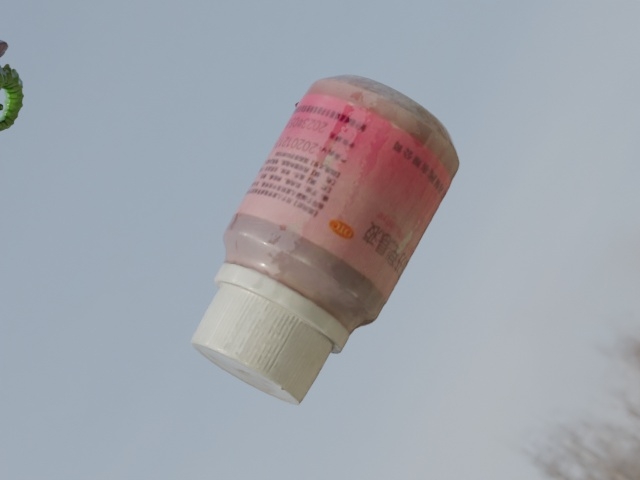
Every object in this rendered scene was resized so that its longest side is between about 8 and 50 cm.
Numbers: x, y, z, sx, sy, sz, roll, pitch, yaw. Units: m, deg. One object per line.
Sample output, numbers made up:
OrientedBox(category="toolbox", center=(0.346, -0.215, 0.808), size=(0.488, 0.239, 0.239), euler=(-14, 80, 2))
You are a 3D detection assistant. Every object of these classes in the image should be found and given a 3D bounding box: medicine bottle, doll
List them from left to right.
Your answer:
OrientedBox(category="doll", center=(-0.354, -0.152, 1.676), size=(0.190, 0.050, 0.115), euler=(-8, -69, -65))
OrientedBox(category="medicine bottle", center=(0.000, 0.000, 1.313), size=(0.247, 0.147, 0.147), euler=(-61, -21, -12))
